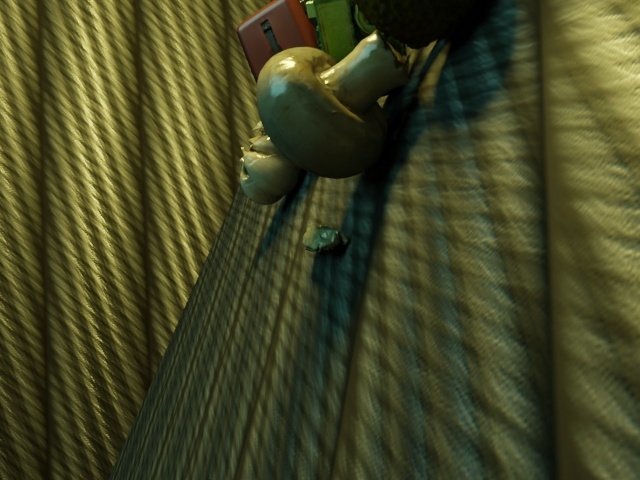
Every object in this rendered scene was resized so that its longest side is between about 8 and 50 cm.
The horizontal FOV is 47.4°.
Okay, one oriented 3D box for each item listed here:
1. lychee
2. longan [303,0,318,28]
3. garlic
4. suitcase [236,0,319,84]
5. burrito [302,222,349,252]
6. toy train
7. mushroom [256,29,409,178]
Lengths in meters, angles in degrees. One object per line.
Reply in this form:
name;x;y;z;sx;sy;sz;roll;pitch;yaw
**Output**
lychee;0.171;-0.489;1.312;0.270;0.320;0.270;-14;70;44
longan;0.104;-0.662;1.850;0.350;0.288;0.288;-51;12;-8
garlic;-0.138;-0.239;2.154;0.281;0.203;0.185;-58;32;12
suitcase;-0.078;-0.502;1.993;0.236;0.297;0.161;-24;-3;30
burrito;0.001;-0.002;1.498;0.063;0.058;0.229;-67;15;-2
toy train;0.083;-0.434;1.560;0.159;0.188;0.272;-81;-19;-59
mushroom;0.029;-0.281;1.415;0.290;0.297;0.297;-45;21;24
